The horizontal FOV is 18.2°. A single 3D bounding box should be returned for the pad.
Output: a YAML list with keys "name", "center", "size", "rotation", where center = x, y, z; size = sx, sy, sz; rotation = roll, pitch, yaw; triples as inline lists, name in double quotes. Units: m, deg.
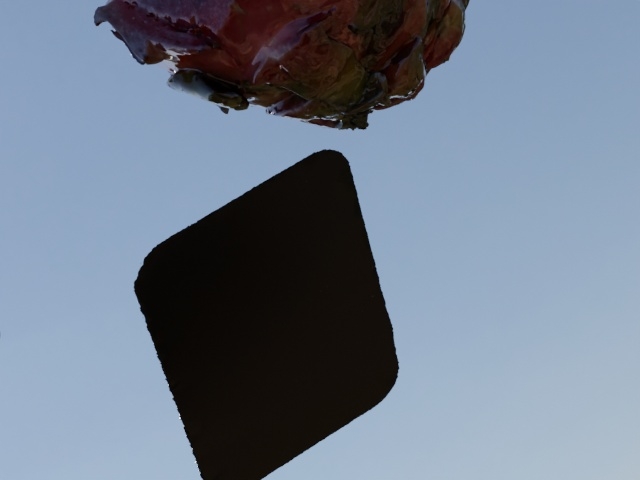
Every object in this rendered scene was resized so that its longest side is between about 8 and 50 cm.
- name: "pad"
  center: [0.019, 0.008, 1.362]
  size: [0.323, 0.055, 0.250]
  rotation: [-47, -38, -29]

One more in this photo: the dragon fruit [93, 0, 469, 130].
- name: "dragon fruit"
  center: [-0.010, -0.210, 1.496]
  size: [0.291, 0.250, 0.269]
  rotation: [2, -74, -47]
